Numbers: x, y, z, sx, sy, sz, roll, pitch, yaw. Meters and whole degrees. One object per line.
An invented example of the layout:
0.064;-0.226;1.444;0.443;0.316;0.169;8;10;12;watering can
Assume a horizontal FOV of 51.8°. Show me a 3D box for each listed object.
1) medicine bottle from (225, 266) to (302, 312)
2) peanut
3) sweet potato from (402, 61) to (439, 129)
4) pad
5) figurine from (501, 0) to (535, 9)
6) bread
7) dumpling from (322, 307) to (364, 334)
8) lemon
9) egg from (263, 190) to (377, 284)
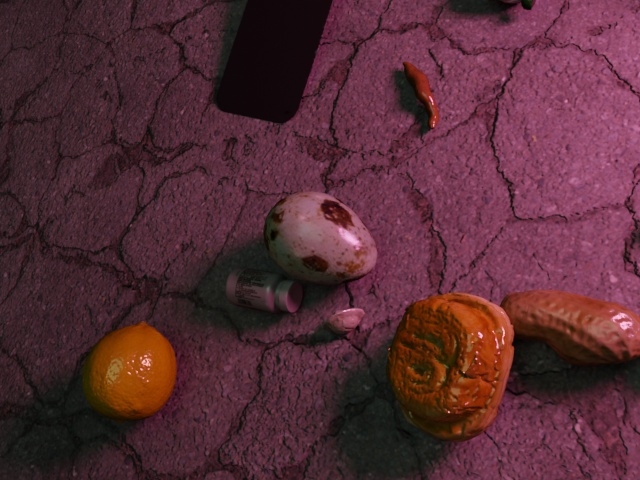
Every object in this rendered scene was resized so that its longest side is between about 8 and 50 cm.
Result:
-0.109;0.099;1.292;0.140;0.079;0.079;8;73;28;medicine bottle
0.387;0.134;1.026;0.226;0.095;0.108;15;88;32;peanut
0.205;-0.300;1.325;0.044;0.044;0.179;-27;60;14;sweet potato
-0.118;-0.466;1.563;0.315;0.063;0.375;18;89;30;pad
0.414;-0.518;1.282;0.197;0.093;0.147;-2;79;24;figurine
0.207;0.198;1.056;0.198;0.120;0.236;9;82;50;bread
0.038;0.146;1.213;0.077;0.059;0.043;-4;58;21;dumpling
-0.375;0.258;1.302;0.178;0.178;0.203;0;71;26;lemon
0.000;0.000;1.228;0.231;0.169;0.169;26;83;25;egg
